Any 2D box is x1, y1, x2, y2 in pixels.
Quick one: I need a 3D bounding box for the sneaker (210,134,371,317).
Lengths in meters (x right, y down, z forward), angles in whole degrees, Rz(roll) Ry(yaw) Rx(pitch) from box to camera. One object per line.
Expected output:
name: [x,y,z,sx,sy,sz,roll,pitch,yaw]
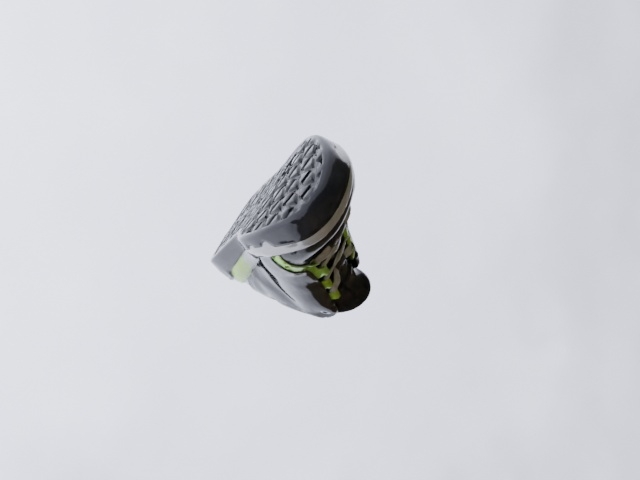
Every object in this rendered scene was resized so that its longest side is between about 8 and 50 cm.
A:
sneaker: [0.000,0.000,0.871,0.084,0.097,0.235,-57,7,-12]
